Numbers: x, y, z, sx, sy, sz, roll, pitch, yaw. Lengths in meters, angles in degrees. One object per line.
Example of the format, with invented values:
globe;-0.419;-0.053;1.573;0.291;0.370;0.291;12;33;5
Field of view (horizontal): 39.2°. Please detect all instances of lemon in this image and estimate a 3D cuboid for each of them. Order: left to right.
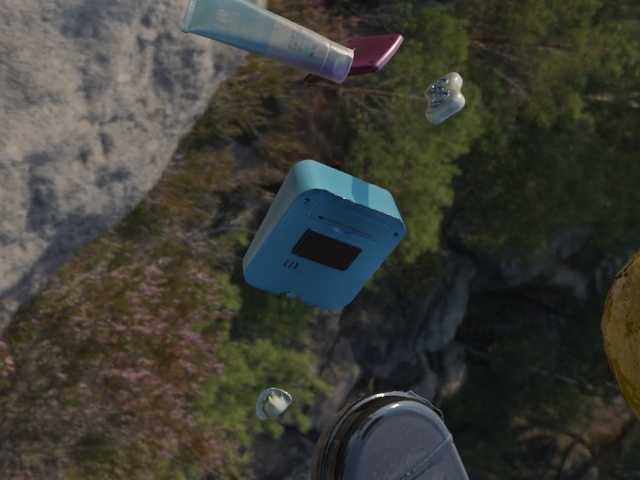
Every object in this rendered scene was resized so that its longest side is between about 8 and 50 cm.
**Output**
lemon;0.414;0.107;0.990;0.204;0.204;0.260;6;78;-52

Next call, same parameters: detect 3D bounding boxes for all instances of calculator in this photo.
calculator;0.063;-0.362;1.766;0.127;0.190;0.034;-53;127;-36

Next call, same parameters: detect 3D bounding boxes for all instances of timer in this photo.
timer;0.000;0.000;1.635;0.231;0.091;0.250;20;120;-29

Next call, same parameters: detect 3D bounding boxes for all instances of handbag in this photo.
handbag;0.114;0.372;1.338;0.253;0.093;0.308;-29;103;-30

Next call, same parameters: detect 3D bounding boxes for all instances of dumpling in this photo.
dumpling;-0.098;0.330;1.833;0.059;0.077;0.043;51;37;-7

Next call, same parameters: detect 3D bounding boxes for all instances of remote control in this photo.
remote control;0.217;-0.252;1.582;0.032;0.074;0.122;48;24;-23

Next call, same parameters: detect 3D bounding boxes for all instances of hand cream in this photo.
hand cream;-0.092;-0.375;1.629;0.312;0.070;0.111;18;73;-18
